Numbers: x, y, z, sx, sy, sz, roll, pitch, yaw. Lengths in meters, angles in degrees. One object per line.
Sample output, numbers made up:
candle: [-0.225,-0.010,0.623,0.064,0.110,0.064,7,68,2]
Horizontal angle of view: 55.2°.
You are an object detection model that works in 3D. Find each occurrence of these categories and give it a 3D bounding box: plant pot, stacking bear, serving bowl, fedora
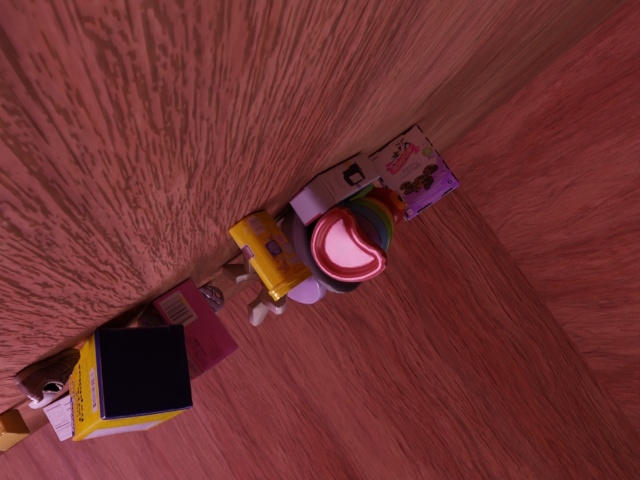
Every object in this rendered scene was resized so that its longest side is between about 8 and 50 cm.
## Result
plant pot: [-0.835,0.499,1.609,0.081,0.081,0.083,-35,166,-7]
stacking bear: [0.111,-0.037,1.453,0.164,0.175,0.289,-37,-176,39]
serving bowl: [-0.833,0.480,1.843,0.083,0.027,0.083,-35,177,-2]
fedora: [0.000,0.000,1.535,0.124,0.275,0.243,-4,-129,43]

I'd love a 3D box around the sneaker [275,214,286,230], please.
sneaker: [-0.096,-0.015,1.636,0.057,0.075,0.161,-33,177,-40]

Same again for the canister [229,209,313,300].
canister: [-0.100,0.027,1.246,0.073,0.170,0.126,-36,177,18]

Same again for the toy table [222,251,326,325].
toy table: [-0.138,0.107,1.724,0.161,0.252,0.274,-27,-150,-35]

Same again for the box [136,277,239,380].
box: [-0.349,0.242,1.579,0.117,0.213,0.243,-34,178,-31]

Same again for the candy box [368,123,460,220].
candy box: [0.241,-0.177,1.614,0.165,0.196,0.070,-35,177,2]

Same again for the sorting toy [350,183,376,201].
sorting toy: [0.081,-0.132,1.889,0.365,0.127,0.126,-38,-153,3]

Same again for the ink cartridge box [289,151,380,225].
ink cartridge box: [0.034,-0.119,1.398,0.175,0.072,0.127,-33,178,-43]

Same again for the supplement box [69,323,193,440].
supplement box: [-0.460,0.339,1.445,0.194,0.195,0.356,1,156,-33]

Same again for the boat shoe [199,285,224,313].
boat shoe: [-0.442,0.264,1.920,0.324,0.123,0.116,-33,179,-14]

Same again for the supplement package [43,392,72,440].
supplement package: [-0.876,0.620,2.360,0.204,0.145,0.262,-28,-179,22]

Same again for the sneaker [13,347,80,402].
sneaker: [-0.547,0.279,1.252,0.066,0.071,0.188,-36,177,13]
